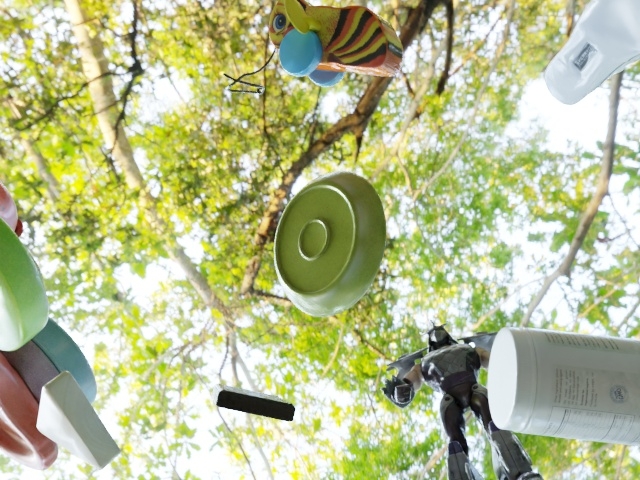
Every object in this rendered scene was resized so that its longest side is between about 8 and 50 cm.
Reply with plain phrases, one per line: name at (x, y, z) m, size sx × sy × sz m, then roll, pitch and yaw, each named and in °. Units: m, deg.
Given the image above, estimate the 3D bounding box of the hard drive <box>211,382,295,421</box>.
hard drive at (-0.089, 0.206, 0.763) m, size 0.094 × 0.135 × 0.022 m, roll 15°, pitch -103°, yaw -9°

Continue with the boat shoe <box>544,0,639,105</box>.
boat shoe at (0.145, -0.100, 0.285) m, size 0.035 × 0.100 × 0.035 m, roll -35°, pitch -101°, yaw -12°

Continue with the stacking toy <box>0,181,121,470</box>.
stacking toy at (-0.280, 0.061, 0.570) m, size 0.280 × 0.308 × 0.130 m, roll -4°, pitch -156°, yaw 38°

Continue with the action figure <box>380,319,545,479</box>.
action figure at (0.175, 0.194, 0.722) m, size 0.185 × 0.099 × 0.285 m, roll -26°, pitch -145°, yaw 11°

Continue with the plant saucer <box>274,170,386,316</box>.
plant saucer at (0.000, 0.000, 0.952) m, size 0.241 × 0.037 × 0.240 m, roll -15°, pitch -112°, yaw 42°

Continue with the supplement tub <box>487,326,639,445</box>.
supplement tub at (0.173, 0.097, 0.397) m, size 0.107 × 0.071 × 0.071 m, roll 6°, pitch -131°, yaw 2°

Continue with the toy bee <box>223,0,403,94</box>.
toy bee at (-0.021, -0.321, 0.903) m, size 0.299 × 0.195 × 0.162 m, roll 2°, pitch -87°, yaw 12°
